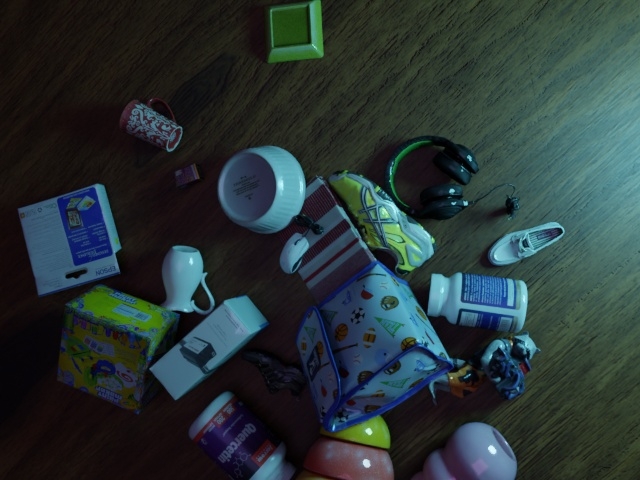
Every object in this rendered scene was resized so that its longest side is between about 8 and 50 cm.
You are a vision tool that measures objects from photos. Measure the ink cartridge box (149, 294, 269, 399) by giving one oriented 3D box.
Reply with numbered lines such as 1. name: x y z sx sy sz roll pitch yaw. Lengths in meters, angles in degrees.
1. ink cartridge box: -0.328 0.317 1.768 0.307 0.223 0.129 -41 84 7

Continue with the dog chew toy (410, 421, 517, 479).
1. dog chew toy: 0.389 0.671 1.668 0.332 0.206 0.206 -40 83 15

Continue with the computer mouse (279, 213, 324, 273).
1. computer mouse: -0.071 0.018 1.757 0.106 0.042 0.193 37 109 26

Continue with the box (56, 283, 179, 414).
1. box: -0.625 0.330 1.800 0.290 0.177 0.279 20 112 9

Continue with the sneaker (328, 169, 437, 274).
1. sneaker: 0.161 -0.058 1.726 0.384 0.145 0.147 42 85 9

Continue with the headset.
1. headset: 0.388 -0.162 1.725 0.394 0.185 0.243 19 88 24

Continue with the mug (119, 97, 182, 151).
1. mug: -0.531 -0.378 1.869 0.169 0.113 0.150 28 95 5

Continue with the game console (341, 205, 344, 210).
1. game console: 0.005 -0.034 1.825 0.124 0.085 0.144 -2 89 -22

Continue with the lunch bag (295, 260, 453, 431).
1. lunch bag: 0.110 0.303 1.634 0.385 0.239 0.328 -39 43 17

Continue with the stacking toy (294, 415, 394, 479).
1. stacking toy: 0.102 0.602 1.692 0.350 0.350 0.480 12 75 9

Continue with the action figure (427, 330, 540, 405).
1. action figure: 0.449 0.342 1.636 0.330 0.341 0.178 -24 51 3

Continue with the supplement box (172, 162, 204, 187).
1. supplement box: -0.427 -0.208 1.881 0.083 0.043 0.055 -19 87 8

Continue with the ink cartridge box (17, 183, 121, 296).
1. ink cartridge box: -0.823 0.000 1.934 0.303 0.072 0.307 -16 89 8

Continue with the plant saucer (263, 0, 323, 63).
1. plant saucer: -0.090 -0.664 1.832 0.188 0.045 0.188 -3 89 9

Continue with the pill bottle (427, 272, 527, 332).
1. pill bottle: 0.445 0.173 1.680 0.264 0.153 0.153 8 90 9

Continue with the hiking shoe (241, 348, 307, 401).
1. hiking shoe: -0.153 0.416 1.807 0.227 0.086 0.114 22 89 8

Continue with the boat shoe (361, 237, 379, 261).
1. boat shoe: 0.148 0.077 1.776 0.064 0.060 0.178 -12 87 9

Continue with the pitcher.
1. pitcher: -0.415 0.130 1.845 0.178 0.125 0.207 9 102 -5

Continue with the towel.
1. towel: 0.000 0.000 1.758 0.237 0.037 0.329 -40 70 25

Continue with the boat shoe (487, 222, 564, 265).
1. boat shoe: 0.595 0.004 1.697 0.226 0.076 0.083 -29 85 8

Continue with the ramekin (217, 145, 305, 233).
1. ramekin: -0.190 -0.156 1.766 0.273 0.127 0.273 1 92 26

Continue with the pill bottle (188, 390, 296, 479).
1. pill bottle: -0.231 0.626 1.769 0.323 0.181 0.181 41 95 7
